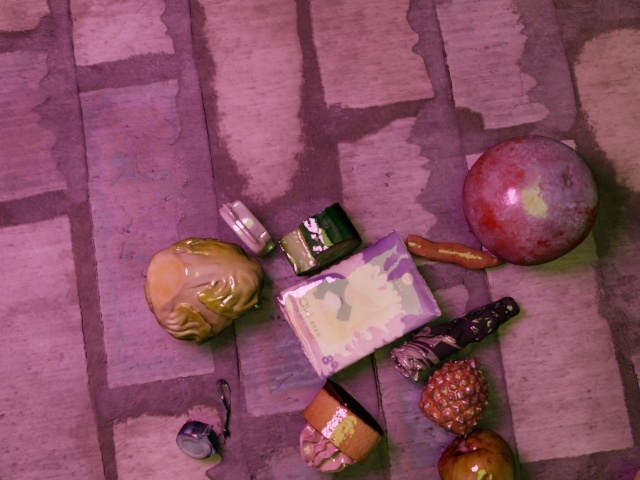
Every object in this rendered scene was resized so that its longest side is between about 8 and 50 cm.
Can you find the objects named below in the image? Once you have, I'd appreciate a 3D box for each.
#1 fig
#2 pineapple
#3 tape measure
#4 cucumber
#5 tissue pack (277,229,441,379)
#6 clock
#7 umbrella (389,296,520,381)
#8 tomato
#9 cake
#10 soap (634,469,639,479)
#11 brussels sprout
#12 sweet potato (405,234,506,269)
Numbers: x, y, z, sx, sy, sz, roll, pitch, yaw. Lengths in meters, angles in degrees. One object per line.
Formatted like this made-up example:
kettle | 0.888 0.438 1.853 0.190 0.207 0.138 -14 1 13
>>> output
fig | 0.369 0.547 1.289 0.181 0.181 0.191 -17 115 -3
pineapple | 0.334 0.364 1.322 0.166 0.166 0.193 32 85 3
tape measure | -0.282 0.444 1.366 0.107 0.104 0.179 -3 47 21
cucumber | 0.009 -0.006 1.353 0.191 0.191 0.130 -34 85 -4
tissue pack | 0.091 0.160 1.356 0.344 0.125 0.242 -28 85 -3
clock | -0.181 -0.034 1.345 0.062 0.191 0.151 -41 86 -5
umbrella | 0.332 0.222 1.352 0.358 0.113 0.106 -25 90 -15
tomato | 0.501 -0.096 1.321 0.317 0.282 0.316 6 71 -18
cake | 0.029 0.458 1.294 0.185 0.208 0.178 43 90 -18
soap | 0.904 0.729 1.301 0.428 0.115 0.305 20 79 1
brussels sprout | -0.270 0.119 1.300 0.259 0.294 0.227 -42 57 16
sweet potato | 0.357 0.038 1.403 0.282 0.067 0.059 12 82 1
